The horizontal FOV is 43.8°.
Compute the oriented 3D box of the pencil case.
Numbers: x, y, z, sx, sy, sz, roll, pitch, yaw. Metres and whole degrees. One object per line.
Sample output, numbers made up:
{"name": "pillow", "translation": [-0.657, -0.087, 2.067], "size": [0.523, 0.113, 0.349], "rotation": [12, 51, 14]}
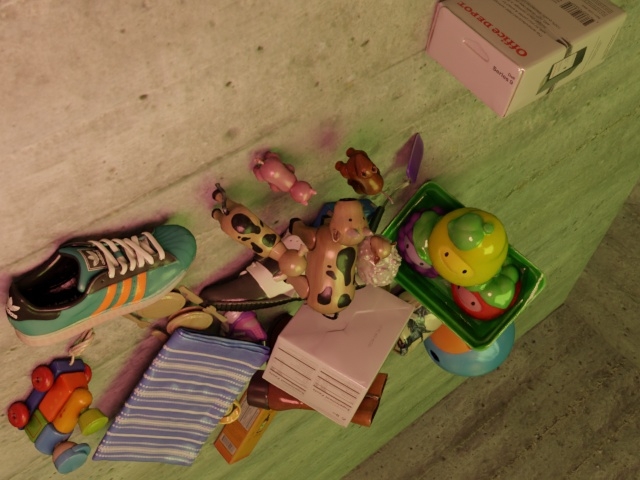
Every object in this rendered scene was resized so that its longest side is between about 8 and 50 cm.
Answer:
{"name": "pencil case", "translation": [0.329, 0.153, 2.255], "size": [0.410, 0.160, 0.183], "rotation": [-36, 169, -16]}

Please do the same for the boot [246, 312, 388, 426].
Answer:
{"name": "boot", "translation": [0.007, 0.274, 1.745], "size": [0.264, 0.281, 0.096], "rotation": [-67, 158, -54]}

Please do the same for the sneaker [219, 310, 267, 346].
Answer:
{"name": "sneaker", "translation": [-0.172, 0.241, 1.703], "size": [0.095, 0.104, 0.236], "rotation": [-24, 150, -39]}

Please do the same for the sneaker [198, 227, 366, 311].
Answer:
{"name": "sneaker", "translation": [-0.084, 0.055, 1.561], "size": [0.331, 0.146, 0.122], "rotation": [-11, 172, -16]}

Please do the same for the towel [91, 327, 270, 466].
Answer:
{"name": "towel", "translation": [-0.268, 0.319, 1.575], "size": [0.243, 0.040, 0.336], "rotation": [19, 111, -45]}

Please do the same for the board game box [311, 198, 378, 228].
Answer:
{"name": "board game box", "translation": [0.023, 0.010, 1.704], "size": [0.160, 0.047, 0.210], "rotation": [-9, 137, -52]}

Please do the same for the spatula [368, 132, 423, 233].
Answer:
{"name": "spatula", "translation": [0.149, -0.086, 1.683], "size": [0.296, 0.030, 0.084], "rotation": [-58, 156, -4]}

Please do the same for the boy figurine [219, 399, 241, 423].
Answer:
{"name": "boy figurine", "translation": [-0.284, 0.370, 1.750], "size": [0.177, 0.092, 0.285], "rotation": [-52, 151, 10]}

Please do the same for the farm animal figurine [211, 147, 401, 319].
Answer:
{"name": "farm animal figurine", "translation": [0.000, 0.000, 1.370], "size": [0.331, 0.172, 0.326], "rotation": [-24, 125, -22]}

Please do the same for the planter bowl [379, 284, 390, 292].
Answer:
{"name": "planter bowl", "translation": [0.061, 0.143, 1.862], "size": [0.090, 0.217, 0.217], "rotation": [27, 111, -25]}

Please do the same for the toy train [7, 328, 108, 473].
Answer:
{"name": "toy train", "translation": [-0.405, 0.261, 1.335], "size": [0.248, 0.143, 0.105], "rotation": [-53, 154, 18]}

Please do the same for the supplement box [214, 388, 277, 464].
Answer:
{"name": "supplement box", "translation": [-0.188, 0.476, 2.073], "size": [0.078, 0.080, 0.233], "rotation": [-11, 141, -51]}

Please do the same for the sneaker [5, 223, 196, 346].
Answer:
{"name": "sneaker", "translation": [-0.316, 0.048, 1.182], "size": [0.302, 0.108, 0.121], "rotation": [-30, 156, -25]}

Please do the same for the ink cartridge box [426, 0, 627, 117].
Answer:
{"name": "ink cartridge box", "translation": [0.368, -0.374, 1.442], "size": [0.289, 0.211, 0.121], "rotation": [-30, 153, -26]}

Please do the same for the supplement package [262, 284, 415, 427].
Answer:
{"name": "supplement package", "translation": [0.040, 0.210, 1.651], "size": [0.262, 0.204, 0.145], "rotation": [-51, 167, -47]}

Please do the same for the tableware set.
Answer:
{"name": "tableware set", "translation": [-0.265, 0.124, 1.450], "size": [0.128, 0.039, 0.194], "rotation": [-25, 150, 8]}

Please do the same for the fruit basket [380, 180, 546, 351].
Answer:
{"name": "fruit basket", "translation": [0.318, 0.047, 1.828], "size": [0.283, 0.392, 0.392], "rotation": [-51, 154, 14]}

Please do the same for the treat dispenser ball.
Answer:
{"name": "treat dispenser ball", "translation": [0.463, 0.283, 2.502], "size": [0.288, 0.288, 0.288], "rotation": [-35, 153, -20]}
